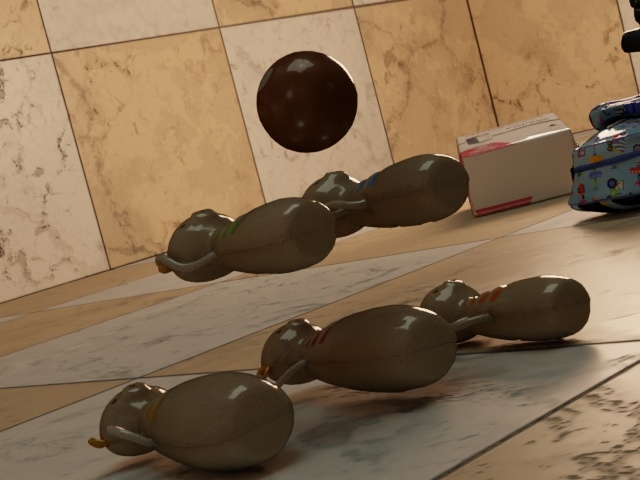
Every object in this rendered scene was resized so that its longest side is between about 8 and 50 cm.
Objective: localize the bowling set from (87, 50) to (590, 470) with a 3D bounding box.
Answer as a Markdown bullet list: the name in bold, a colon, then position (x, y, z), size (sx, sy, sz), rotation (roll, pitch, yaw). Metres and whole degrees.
- **bowling set**: position (0.000, 0.000, 0.704), size (0.287, 0.200, 0.154), rotation (-13, 1, -34)

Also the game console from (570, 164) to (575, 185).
- **game console**: position (0.445, -0.109, 1.627), size (0.213, 0.044, 0.361), rotation (-12, 5, 16)

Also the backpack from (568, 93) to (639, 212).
- **backpack**: position (0.339, -0.095, 1.301), size (0.173, 0.117, 0.158), rotation (-19, 4, -18)

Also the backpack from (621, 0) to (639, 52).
- **backpack**: position (0.406, -0.142, 1.034), size (0.276, 0.213, 0.263), rotation (-6, 15, 18)

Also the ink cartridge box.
- **ink cartridge box**: position (0.279, -0.112, 1.760), size (0.158, 0.092, 0.218), rotation (-14, 9, 7)

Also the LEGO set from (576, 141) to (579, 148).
- **LEGO set**: position (0.395, -0.111, 1.951), size (0.244, 0.060, 0.182), rotation (-21, 16, -27)
